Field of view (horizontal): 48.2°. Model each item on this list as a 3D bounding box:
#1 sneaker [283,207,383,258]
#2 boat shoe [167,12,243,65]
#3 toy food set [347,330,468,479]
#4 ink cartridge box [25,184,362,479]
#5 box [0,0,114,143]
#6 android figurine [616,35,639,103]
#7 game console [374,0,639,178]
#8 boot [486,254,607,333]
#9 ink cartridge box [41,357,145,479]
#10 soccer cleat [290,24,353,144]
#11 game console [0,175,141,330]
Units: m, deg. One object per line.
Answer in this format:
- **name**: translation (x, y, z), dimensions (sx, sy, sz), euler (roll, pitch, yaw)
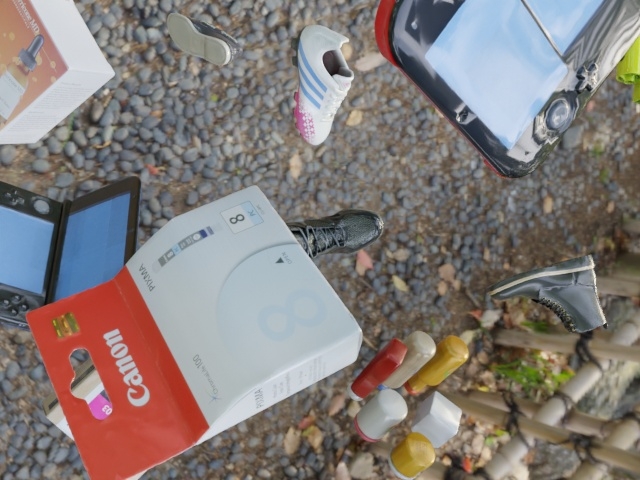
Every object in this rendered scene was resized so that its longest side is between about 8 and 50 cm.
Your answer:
- **sneaker**: translation (0.000, 0.000, 1.288), dimensions (0.227, 0.130, 0.087), euler (-6, 105, 9)
- **boat shoe**: translation (-0.255, -0.444, 1.574), dimensions (0.065, 0.206, 0.075), euler (-28, 142, -43)
- **toy food set**: translation (0.096, 0.196, 0.864), dimensions (0.111, 0.104, 0.232), euler (36, 35, -3)
- **ink cartridge box**: translation (-0.184, 0.111, 0.987), dimensions (0.384, 0.308, 0.091), euler (-24, 146, -20)
- **box**: translation (-0.378, -0.223, 0.923), dimensions (0.130, 0.170, 0.091), euler (59, 23, 4)
- **android figurine**: translation (0.617, -0.303, 1.226), dimensions (0.248, 0.056, 0.273), euler (9, 81, -17)
- **game console**: translation (0.275, -0.296, 0.965), dimensions (0.342, 0.060, 0.386), euler (-50, 130, 6)
- **boot**: translation (0.405, 0.113, 1.263), dimensions (0.197, 0.077, 0.137), euler (-15, 85, -1)
- **ink cartridge box**: translation (-0.396, 0.339, 1.427), dimensions (0.193, 0.088, 0.235), euler (-46, 114, -14)
- **soccer cleat**: translation (0.011, -0.358, 1.736), dimensions (0.116, 0.143, 0.331), euler (-53, 152, -36)
- **game console**: translation (-0.465, -0.009, 1.228), dimensions (0.250, 0.173, 0.293), euler (22, 40, -31)
